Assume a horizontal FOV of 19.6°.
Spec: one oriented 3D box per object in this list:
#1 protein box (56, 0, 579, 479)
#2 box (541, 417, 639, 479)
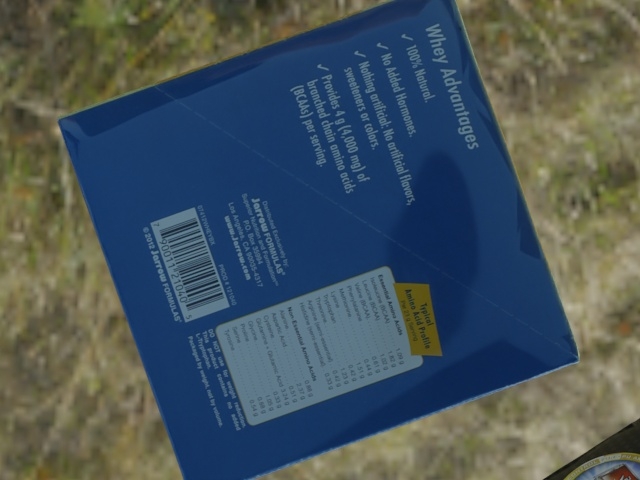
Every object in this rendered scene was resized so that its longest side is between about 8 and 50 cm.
[{"bbox_3d":[0.000,0.000,0.949,0.201,0.200,0.136,-20,179,0],"label":"protein box"},{"bbox_3d":[0.088,0.226,0.696,0.216,0.060,0.270,-32,122,-4],"label":"box"}]
